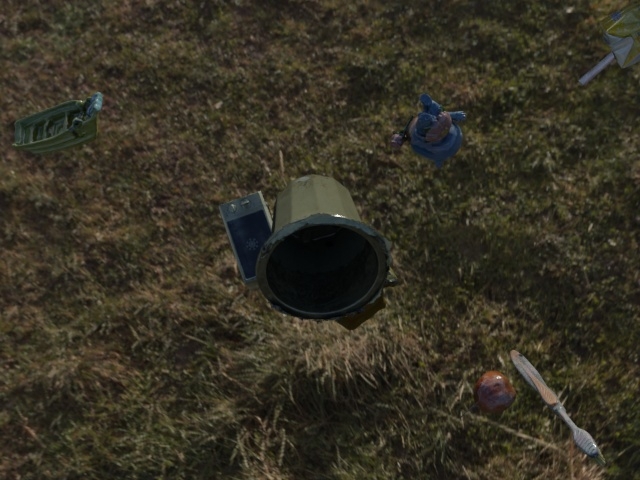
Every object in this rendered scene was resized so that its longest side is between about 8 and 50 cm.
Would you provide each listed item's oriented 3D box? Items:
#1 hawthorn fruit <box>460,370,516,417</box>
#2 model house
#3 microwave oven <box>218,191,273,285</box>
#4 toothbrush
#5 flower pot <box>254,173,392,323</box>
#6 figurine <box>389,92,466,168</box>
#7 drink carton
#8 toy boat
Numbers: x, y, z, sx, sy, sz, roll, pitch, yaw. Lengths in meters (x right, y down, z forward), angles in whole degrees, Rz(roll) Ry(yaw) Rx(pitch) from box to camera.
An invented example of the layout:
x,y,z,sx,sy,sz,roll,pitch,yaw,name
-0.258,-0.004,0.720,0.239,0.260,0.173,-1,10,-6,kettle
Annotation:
x,y,z,sx,sy,sz,roll,pitch,yaw,name
0.269,0.258,1.075,0.103,0.066,0.066,-22,55,-20,hawthorn fruit
0.055,0.099,1.717,0.174,0.239,0.268,-21,55,-17,model house
-0.184,0.007,1.902,0.145,0.194,0.240,-20,78,0,microwave oven
0.406,0.278,1.168,0.028,0.037,0.375,-40,15,7,toothbrush
0.000,0.000,1.430,0.291,0.290,0.259,-15,35,5,flower pot
0.218,-0.235,1.357,0.145,0.178,0.114,13,75,24,figurine
0.443,-0.291,0.900,0.200,0.074,0.084,-25,25,25,drink carton
-0.643,-0.286,1.643,0.277,0.084,0.111,-15,62,20,toy boat
